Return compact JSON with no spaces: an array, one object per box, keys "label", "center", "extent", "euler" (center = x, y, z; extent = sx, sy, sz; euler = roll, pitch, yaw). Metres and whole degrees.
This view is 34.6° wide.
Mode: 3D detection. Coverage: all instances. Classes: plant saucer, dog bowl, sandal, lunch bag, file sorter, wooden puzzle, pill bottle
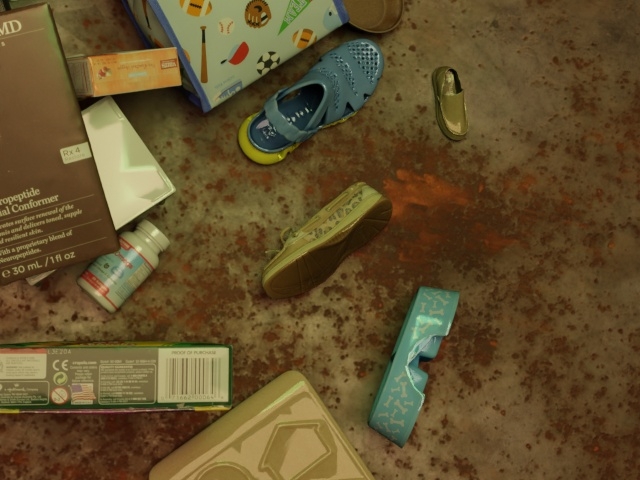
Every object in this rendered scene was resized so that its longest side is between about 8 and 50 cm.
[{"label":"plant saucer","center":[0.067,-0.467,1.920],"extent":[0.198,0.036,0.198],"euler":[16,60,-30]},{"label":"dog bowl","center":[0.163,0.216,1.826],"extent":[0.074,0.166,0.297],"euler":[21,79,4]},{"label":"sandal","center":[-0.003,-0.258,1.859],"extent":[0.317,0.138,0.126],"euler":[-42,91,-15]},{"label":"lunch bag","center":[-0.185,-0.476,1.738],"extent":[0.328,0.239,0.385],"euler":[-37,128,-14]},{"label":"file sorter","center":[-0.417,-0.074,1.727],"extent":[0.278,0.173,0.193],"euler":[-35,91,-14]},{"label":"wooden puzzle","center":[-0.076,0.453,1.788],"extent":[0.322,0.080,0.348],"euler":[-34,86,-14]},{"label":"pill bottle","center":[-0.337,0.042,1.774],"extent":[0.087,0.087,0.160],"euler":[42,76,-4]}]

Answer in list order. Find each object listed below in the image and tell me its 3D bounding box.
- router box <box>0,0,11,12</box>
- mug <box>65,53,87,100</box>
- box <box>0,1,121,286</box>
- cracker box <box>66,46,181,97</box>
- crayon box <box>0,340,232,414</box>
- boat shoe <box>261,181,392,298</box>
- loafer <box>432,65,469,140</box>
[{"label":"router box","center":[-0.538,-0.325,1.699],"extent":[0.081,0.243,0.309],"euler":[-17,88,-14]},{"label":"mug","center":[-0.435,-0.295,1.818],"extent":[0.064,0.078,0.062],"euler":[-26,46,-22]},{"label":"box","center":[-0.440,-0.144,1.521],"extent":[0.191,0.143,0.381],"euler":[-18,102,-13]},{"label":"cracker box","center":[-0.354,-0.276,1.696],"extent":[0.156,0.232,0.067],"euler":[-14,104,-35]},{"label":"crayon box","center":[-0.338,0.211,1.636],"extent":[0.363,0.313,0.106],"euler":[1,86,-12]},{"label":"boat shoe","center":[0.000,0.000,1.855],"extent":[0.285,0.104,0.089],"euler":[-35,53,-18]},{"label":"loafer","center":[0.248,-0.264,1.955],"extent":[0.056,0.050,0.148],"euler":[-15,86,-13]}]
